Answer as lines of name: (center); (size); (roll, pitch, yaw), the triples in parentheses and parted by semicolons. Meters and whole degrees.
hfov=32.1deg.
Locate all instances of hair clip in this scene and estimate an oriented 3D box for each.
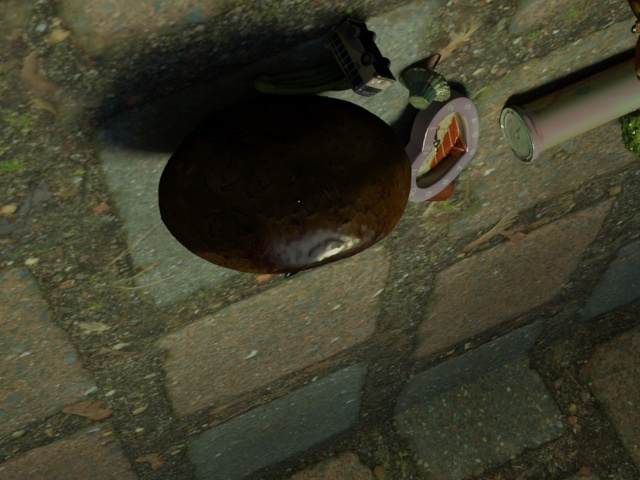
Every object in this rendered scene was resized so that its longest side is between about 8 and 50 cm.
hair clip: (-0.005, -0.227, 1.546); (0.189, 0.060, 0.033); (-15, 138, -20)

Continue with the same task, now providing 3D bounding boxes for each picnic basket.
picnic basket: (0.163, -0.240, 1.714); (0.065, 0.083, 0.083); (103, 8, -61)

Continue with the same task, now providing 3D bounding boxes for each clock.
clock: (0.194, -0.164, 1.868); (0.172, 0.064, 0.198); (-6, 126, -49)

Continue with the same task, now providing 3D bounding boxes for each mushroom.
mushroom: (-0.049, -0.080, 1.509); (0.345, 0.345, 0.239); (-30, 121, 6)

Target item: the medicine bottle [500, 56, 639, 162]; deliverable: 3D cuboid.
medicine bottle: (0.536, -0.270, 2.024); (0.426, 0.108, 0.108); (-24, 158, -14)

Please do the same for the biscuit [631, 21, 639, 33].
biscuit: (0.624, -0.428, 1.889); (0.144, 0.016, 0.203); (-16, 156, -26)

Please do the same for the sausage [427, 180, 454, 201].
sausage: (0.182, -0.108, 1.999); (0.077, 0.077, 0.194); (-38, 157, 23)

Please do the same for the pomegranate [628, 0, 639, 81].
pomegranate: (0.548, -0.352, 1.689); (0.247, 0.214, 0.214); (-57, 156, 0)

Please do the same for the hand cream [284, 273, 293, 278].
hand cream: (0.000, 0.000, 2.068); (0.120, 0.061, 0.270); (-26, 166, -18)

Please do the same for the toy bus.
toy bus: (0.054, -0.245, 1.510); (0.058, 0.102, 0.052); (-38, 156, 30)

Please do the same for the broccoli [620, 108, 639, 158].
broccoli: (0.747, -0.246, 2.206); (0.302, 0.186, 0.254); (-22, 149, 3)
